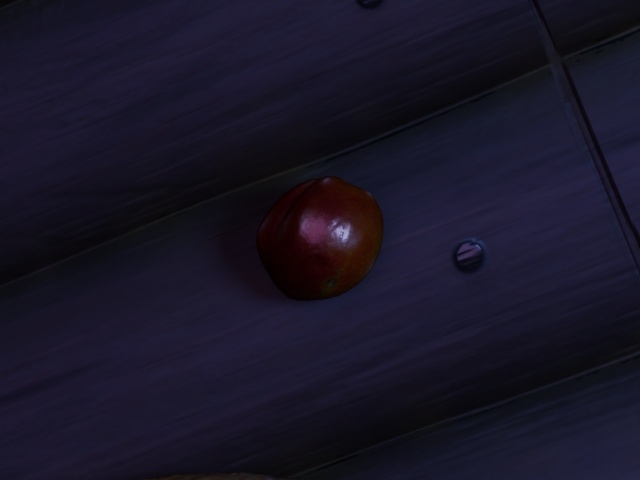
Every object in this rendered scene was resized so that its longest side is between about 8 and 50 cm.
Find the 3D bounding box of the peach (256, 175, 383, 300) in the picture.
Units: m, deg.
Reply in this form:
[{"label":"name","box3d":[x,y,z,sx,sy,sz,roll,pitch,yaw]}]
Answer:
[{"label":"peach","box3d":[0.000,0.001,1.166,0.101,0.101,0.100,-3,78,13]}]

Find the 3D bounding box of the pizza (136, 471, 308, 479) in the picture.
[{"label":"pizza","box3d":[-0.083,0.323,1.113,0.392,0.080,0.435,38,81,24]}]
